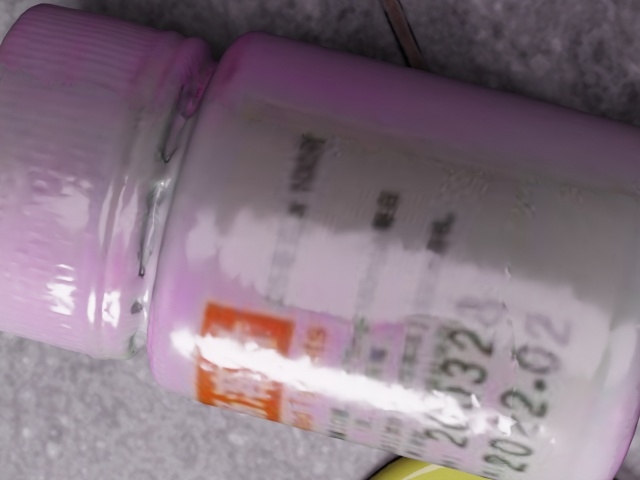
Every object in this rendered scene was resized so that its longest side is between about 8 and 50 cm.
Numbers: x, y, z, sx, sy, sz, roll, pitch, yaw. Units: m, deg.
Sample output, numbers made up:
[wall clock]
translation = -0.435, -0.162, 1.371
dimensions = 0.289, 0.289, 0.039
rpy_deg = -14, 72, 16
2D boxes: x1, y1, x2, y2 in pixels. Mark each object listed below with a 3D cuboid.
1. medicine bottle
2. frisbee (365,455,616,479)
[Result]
[medicine bottle]
translation = 0.000, 0.000, 1.036
dimensions = 0.388, 0.219, 0.219
rpy_deg = 14, 107, 2
[frisbee]
translation = 0.114, 0.239, 1.192
dimensions = 0.235, 0.017, 0.236
rpy_deg = 2, 106, 7
